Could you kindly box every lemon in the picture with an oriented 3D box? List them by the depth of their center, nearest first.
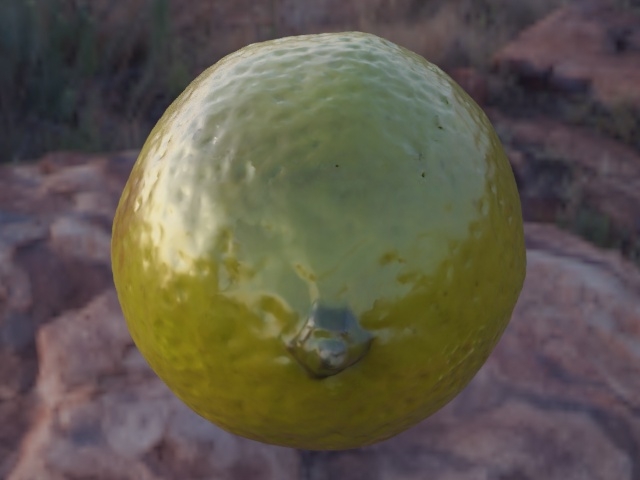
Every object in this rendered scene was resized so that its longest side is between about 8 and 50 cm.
[{"bbox_3d":[0.000,-0.001,1.045,0.267,0.267,0.267,-1,31,1],"label":"lemon"}]
